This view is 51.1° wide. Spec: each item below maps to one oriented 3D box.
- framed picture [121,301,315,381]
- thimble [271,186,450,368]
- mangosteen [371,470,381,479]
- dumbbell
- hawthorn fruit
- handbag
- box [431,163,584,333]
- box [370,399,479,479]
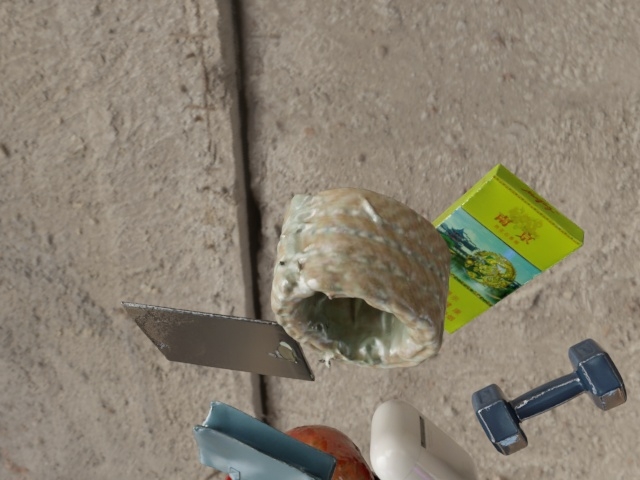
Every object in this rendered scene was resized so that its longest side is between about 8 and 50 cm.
[{"bbox_3d":[-0.185,0.194,1.259,0.324,0.013,0.244,5,147,15],"label":"framed picture"},{"bbox_3d":[0.051,0.053,0.800,0.196,0.148,0.229,-5,145,21],"label":"thimble"},{"bbox_3d":[0.084,0.722,1.736,0.236,0.261,0.235,0,107,-1],"label":"mangosteen"},{"bbox_3d":[0.513,0.354,1.511,0.325,0.144,0.160,-28,133,10],"label":"dumbbell"},{"bbox_3d":[-0.069,0.516,1.303,0.369,0.284,0.284,-5,123,-19],"label":"hawthorn fruit"},{"bbox_3d":[-0.089,0.345,1.039,0.221,0.057,0.144,20,133,13],"label":"handbag"},{"bbox_3d":[0.268,0.028,1.174,0.187,0.047,0.335,38,134,-6],"label":"box"},{"bbox_3d":[0.281,0.594,1.773,0.349,0.288,0.141,41,109,-7],"label":"box"}]
